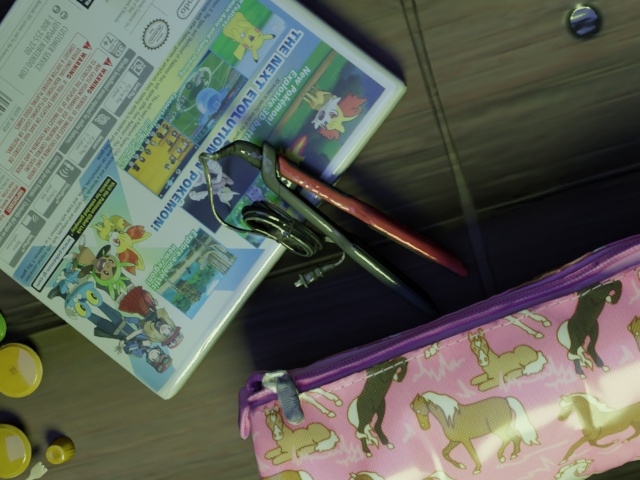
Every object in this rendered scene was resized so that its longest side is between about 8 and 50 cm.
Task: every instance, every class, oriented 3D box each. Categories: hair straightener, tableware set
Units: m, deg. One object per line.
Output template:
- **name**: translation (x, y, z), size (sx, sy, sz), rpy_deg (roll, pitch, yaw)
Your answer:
- **hair straightener**: translation (0.000, 0.000, 0.909), size (0.230, 0.047, 0.089), rpy_deg (30, 102, -15)
- **tableware set**: translation (-0.275, 0.138, 1.015), size (0.104, 0.024, 0.154), rpy_deg (-40, 87, 9)

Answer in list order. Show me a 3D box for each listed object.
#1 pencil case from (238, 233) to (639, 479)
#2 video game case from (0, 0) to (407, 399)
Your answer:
- **pencil case**: translation (0.129, 0.117, 0.871), size (0.386, 0.167, 0.160), rpy_deg (-21, 69, 11)
- **video game case**: translation (-0.145, -0.086, 0.959), size (0.300, 0.036, 0.329), rpy_deg (38, 100, 4)
